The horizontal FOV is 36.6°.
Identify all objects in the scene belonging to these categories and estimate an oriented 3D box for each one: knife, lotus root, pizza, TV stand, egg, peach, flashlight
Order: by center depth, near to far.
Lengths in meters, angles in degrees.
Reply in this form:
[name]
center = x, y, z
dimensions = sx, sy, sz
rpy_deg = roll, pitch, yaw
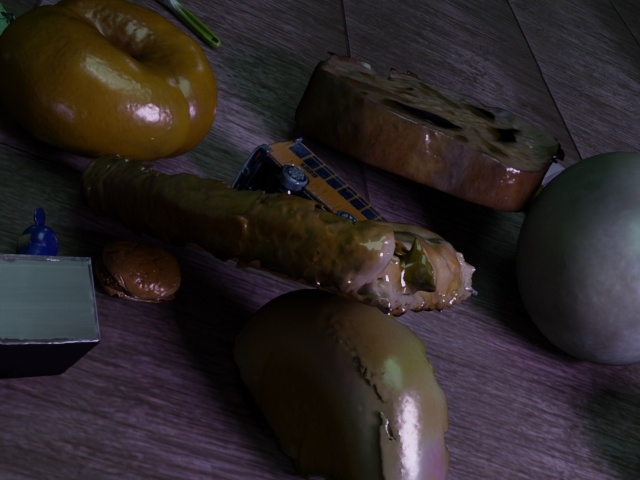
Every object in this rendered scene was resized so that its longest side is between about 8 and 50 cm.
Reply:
[TV stand]
center = -0.317, 0.060, 0.753
dimensions = 0.269, 0.088, 0.083
rpy_deg = 4, 64, -36
[pizza]
center = -0.025, -0.005, 0.894
dimensions = 0.435, 0.080, 0.392
rpy_deg = 12, 2, -7
[flashlight]
center = -0.276, 0.025, 0.904
dimensions = 0.035, 0.057, 0.121
rpy_deg = -2, 40, 11
[peach]
center = -0.237, -0.181, 1.100
dimensions = 0.251, 0.153, 0.251
rpy_deg = 11, 30, -6
[egg]
center = 0.388, 0.019, 1.275
dimensions = 0.258, 0.258, 0.352
rpy_deg = 34, 39, 2
[lotus root]
center = 0.166, -0.147, 1.366
dimensions = 0.390, 0.111, 0.375
rpy_deg = 9, 20, -32
[knife]
center = -0.217, -0.351, 1.470
dimensions = 0.184, 0.026, 0.022
rpy_deg = 43, 73, 12

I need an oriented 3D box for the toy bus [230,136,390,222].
[toy bus]
center = -0.009, -0.038, 1.165
dimensions = 0.182, 0.091, 0.103
rpy_deg = 42, 31, 11

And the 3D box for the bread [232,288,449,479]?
[bread]
center = 0.039, 0.133, 0.915
dimensions = 0.158, 0.156, 0.261
rpy_deg = -5, 50, -43

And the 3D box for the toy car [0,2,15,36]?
[toy car]
center = -0.422, -0.291, 1.199
dimensions = 0.059, 0.035, 0.122
rpy_deg = -10, 60, -47

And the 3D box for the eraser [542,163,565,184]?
[eraser]
center = 0.351, -0.156, 1.698
dimensions = 0.150, 0.023, 0.104
rpy_deg = 44, 34, 18

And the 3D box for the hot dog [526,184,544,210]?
[hot dog]
center = 0.339, -0.085, 1.571
dimensions = 0.066, 0.047, 0.216
rpy_deg = 53, 8, -52

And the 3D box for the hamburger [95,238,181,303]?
[hamburger]
center = -0.182, 0.031, 0.967
dimensions = 0.083, 0.044, 0.076
rpy_deg = 14, 37, -32
